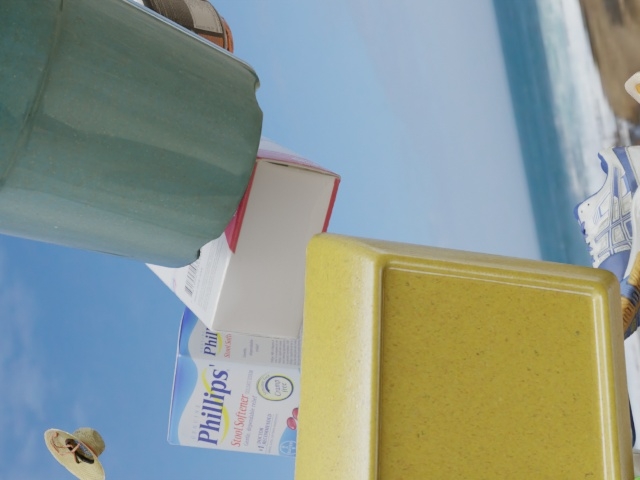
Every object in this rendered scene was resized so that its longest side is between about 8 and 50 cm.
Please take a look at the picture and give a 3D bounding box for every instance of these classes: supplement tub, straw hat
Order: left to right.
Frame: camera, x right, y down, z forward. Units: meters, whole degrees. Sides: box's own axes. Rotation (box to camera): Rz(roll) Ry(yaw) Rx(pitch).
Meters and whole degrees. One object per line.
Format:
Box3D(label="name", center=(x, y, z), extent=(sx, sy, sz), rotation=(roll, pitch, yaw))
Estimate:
Box3D(label="straw hat", center=(-0.441, 0.384, 2.081), extent=(0.061, 0.144, 0.144), rotation=(-47, -48, -41))
Box3D(label="supplement tub", center=(-0.279, -0.328, 1.820), extent=(0.316, 0.194, 0.193), rotation=(-9, -92, -68))

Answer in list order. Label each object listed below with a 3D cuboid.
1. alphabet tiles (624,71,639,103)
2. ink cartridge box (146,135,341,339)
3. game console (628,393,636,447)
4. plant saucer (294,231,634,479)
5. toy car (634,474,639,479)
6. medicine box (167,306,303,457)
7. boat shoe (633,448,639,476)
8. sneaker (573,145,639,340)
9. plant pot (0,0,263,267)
Box3D(label="alphabet tiles", center=(0.583, -0.170, 1.627), extent=(0.278, 0.021, 0.284), rotation=(42, 163, 3))
Box3D(label="ink cartridge box", center=(-0.115, -0.026, 1.469), extent=(0.306, 0.131, 0.226), rotation=(36, 114, 61))
Box3D(label="game console", center=(0.321, 0.203, 1.708), extent=(0.293, 0.250, 0.173), rotation=(-33, 31, 63))
Box3D(label="plant saucer", center=(0.150, 0.145, 1.033), extent=(0.081, 0.333, 0.332), rotation=(117, 158, -62))
Box3D(label="toy car", center=(0.402, 0.378, 1.537), extent=(0.239, 0.053, 0.225), rotation=(-40, -19, -37))
Box3D(label="medicine box", center=(-0.152, 0.290, 2.256), extent=(0.149, 0.289, 0.263), rotation=(-92, 10, -52))
Box3D(label="boat shoe", center=(0.586, 0.402, 1.726), extent=(0.116, 0.324, 0.096), rotation=(-39, -57, -47))
Box3D(label="sneaker", center=(0.418, 0.002, 1.580), extent=(0.112, 0.131, 0.296), rotation=(50, -123, -56))
Box3D(label="plant pot", center=(-0.263, -0.132, 1.179), extent=(0.334, 0.341, 0.341), rotation=(19, -130, -30))
